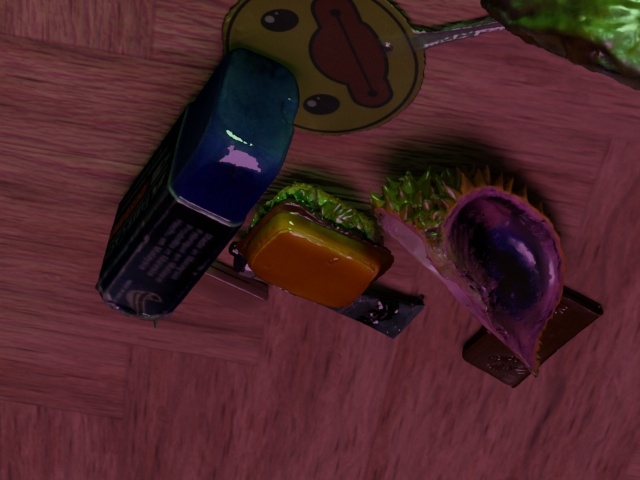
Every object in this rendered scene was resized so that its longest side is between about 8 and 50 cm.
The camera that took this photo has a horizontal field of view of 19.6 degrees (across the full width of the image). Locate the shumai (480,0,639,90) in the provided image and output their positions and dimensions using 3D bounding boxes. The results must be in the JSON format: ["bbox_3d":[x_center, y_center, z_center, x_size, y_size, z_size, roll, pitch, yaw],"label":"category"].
[{"bbox_3d":[0.318,-0.274,1.681,0.309,0.304,0.263,22,107,9],"label":"shumai"}]

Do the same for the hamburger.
[{"bbox_3d":[0.000,0.000,2.090,0.166,0.087,0.137,28,134,-22],"label":"hamburger"}]

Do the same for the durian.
[{"bbox_3d":[0.154,0.002,2.042,0.186,0.154,0.260,12,150,31],"label":"durian"}]

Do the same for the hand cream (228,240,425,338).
[{"bbox_3d":[0.002,0.050,2.187,0.247,0.052,0.075,21,160,-22],"label":"hand cream"}]

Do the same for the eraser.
[{"bbox_3d":[-0.137,-0.050,2.000,0.101,0.155,0.332,24,138,-15],"label":"eraser"}]

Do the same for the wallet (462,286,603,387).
[{"bbox_3d":[0.250,0.113,2.222,0.095,0.026,0.176,29,134,-18],"label":"wallet"}]

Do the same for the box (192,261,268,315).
[{"bbox_3d":[-0.120,0.051,2.215,0.115,0.025,0.048,25,141,-18],"label":"box"}]

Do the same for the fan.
[{"bbox_3d":[0.041,-0.198,1.917,0.335,0.011,0.230,-10,137,20],"label":"fan"}]
